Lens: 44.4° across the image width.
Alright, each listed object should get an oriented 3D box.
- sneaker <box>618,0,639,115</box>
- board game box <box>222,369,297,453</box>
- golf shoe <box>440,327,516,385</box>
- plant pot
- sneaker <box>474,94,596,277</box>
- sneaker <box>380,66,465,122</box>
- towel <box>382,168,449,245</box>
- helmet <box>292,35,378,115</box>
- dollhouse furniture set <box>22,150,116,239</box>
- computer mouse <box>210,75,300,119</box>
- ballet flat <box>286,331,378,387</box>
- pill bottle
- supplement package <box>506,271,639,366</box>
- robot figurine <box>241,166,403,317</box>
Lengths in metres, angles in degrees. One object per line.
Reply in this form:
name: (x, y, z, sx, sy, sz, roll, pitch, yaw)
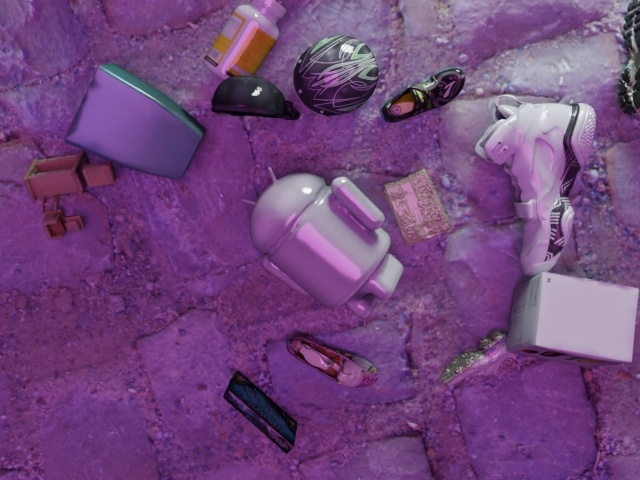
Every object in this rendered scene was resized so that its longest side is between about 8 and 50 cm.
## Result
sneaker: (0.680, -0.389, 1.567, 0.122, 0.110, 0.283, 2, 104, -16)
board game box: (-0.128, 0.372, 1.713, 0.186, 0.126, 0.026, 43, 100, -6)
golf shoe: (0.349, 0.276, 1.709, 0.176, 0.069, 0.086, -37, 103, 9)
plant pot: (-0.362, -0.229, 1.596, 0.234, 0.165, 0.165, 27, 101, -9)
sneaker: (0.412, -0.117, 1.600, 0.210, 0.137, 0.365, 14, 96, 0)
sneaker: (0.212, -0.291, 1.600, 0.188, 0.078, 0.067, -25, 99, 6)
towel: (0.205, -0.069, 1.668, 0.110, 0.027, 0.148, -22, 99, 5)
helmet: (0.031, -0.327, 1.558, 0.169, 0.161, 0.169, 0, 100, 2)
dollhouse furniture set: (-0.508, -0.101, 1.676, 0.182, 0.101, 0.161, -8, 125, 3)
computer mouse: (-0.139, -0.279, 1.520, 0.189, 0.272, 0.072, 6, 97, 2)
ballet flat: (0.024, 0.270, 1.712, 0.222, 0.079, 0.077, 27, 100, -3)
pill bottle: (-0.148, -0.406, 1.581, 0.103, 0.103, 0.184, 34, 100, -4)
supplement package: (0.505, 0.166, 1.592, 0.194, 0.203, 0.149, 10, 78, 0)
robot figurine: (0.000, 0.000, 1.601, 0.353, 0.200, 0.300, 41, 123, -6)
